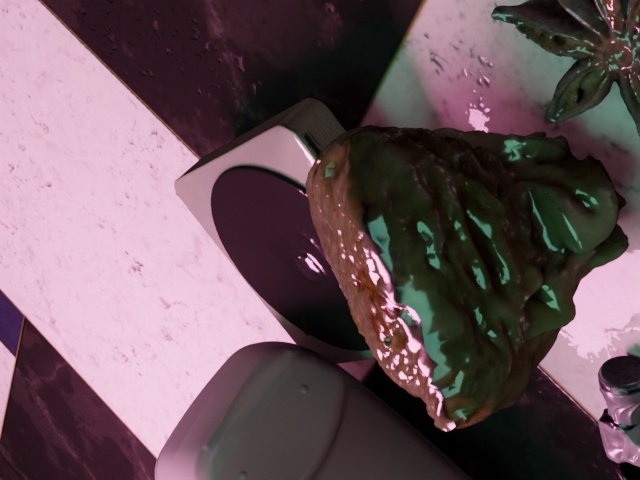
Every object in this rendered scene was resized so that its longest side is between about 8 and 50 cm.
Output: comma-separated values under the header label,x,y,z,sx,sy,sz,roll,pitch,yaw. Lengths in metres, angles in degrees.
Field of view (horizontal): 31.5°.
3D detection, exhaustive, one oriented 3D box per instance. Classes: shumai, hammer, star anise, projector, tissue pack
label,x,y,z,sx,sy,sz,roll,pitch,yaw
shumai,0.123,0.004,0.910,0.256,0.218,0.189,65,176,-15
hammer,0.409,0.204,0.876,0.427,0.044,0.152,12,129,41
star anise,0.219,-0.138,0.788,0.182,0.065,0.195,46,140,1
projector,0.000,0.000,1.117,0.257,0.079,0.259,53,149,-12
tissue pack,-0.005,0.270,1.198,0.333,0.229,0.236,41,158,-10
